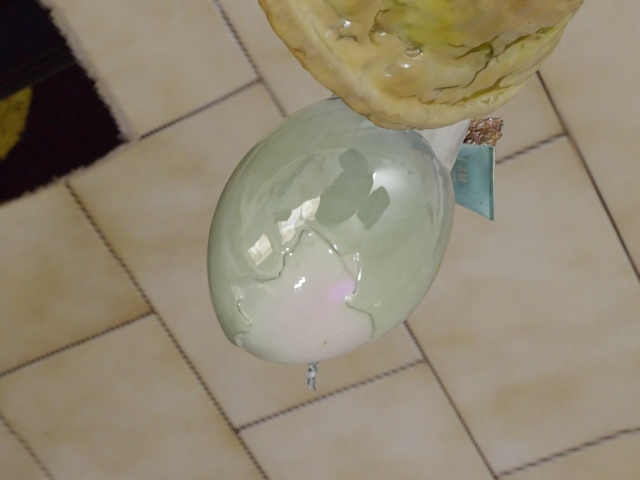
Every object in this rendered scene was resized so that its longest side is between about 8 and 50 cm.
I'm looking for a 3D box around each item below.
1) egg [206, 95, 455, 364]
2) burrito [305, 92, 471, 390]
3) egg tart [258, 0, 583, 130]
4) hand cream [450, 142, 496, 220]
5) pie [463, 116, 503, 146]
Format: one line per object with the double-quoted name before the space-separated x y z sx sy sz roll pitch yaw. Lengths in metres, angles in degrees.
"egg" 0.000 0.000 0.980 0.183 0.183 0.217 46 75 -17
"burrito" 0.050 -0.063 1.135 0.139 0.101 0.445 16 104 -26
"egg tart" 0.087 -0.213 0.651 0.128 0.319 0.319 11 129 47
"hand cream" 0.174 -0.111 1.902 0.070 0.312 0.111 -8 105 -24
"pie" 0.244 -0.135 1.993 0.088 0.191 0.033 26 144 -17
